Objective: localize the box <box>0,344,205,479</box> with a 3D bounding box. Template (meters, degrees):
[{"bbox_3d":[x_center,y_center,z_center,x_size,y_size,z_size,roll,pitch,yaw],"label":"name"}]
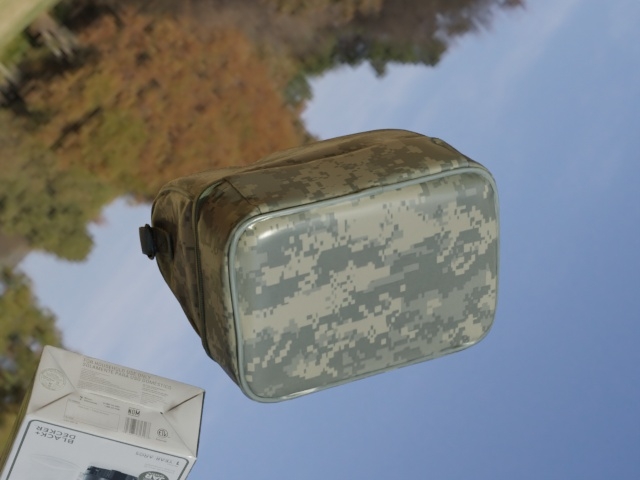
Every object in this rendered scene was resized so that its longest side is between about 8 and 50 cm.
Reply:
[{"bbox_3d":[-0.240,0.243,1.328,0.087,0.169,0.290,-88,-161,-47],"label":"box"}]

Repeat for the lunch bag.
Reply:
[{"bbox_3d":[0.000,0.000,1.325,0.305,0.212,0.256,-15,-152,-23],"label":"lunch bag"}]
